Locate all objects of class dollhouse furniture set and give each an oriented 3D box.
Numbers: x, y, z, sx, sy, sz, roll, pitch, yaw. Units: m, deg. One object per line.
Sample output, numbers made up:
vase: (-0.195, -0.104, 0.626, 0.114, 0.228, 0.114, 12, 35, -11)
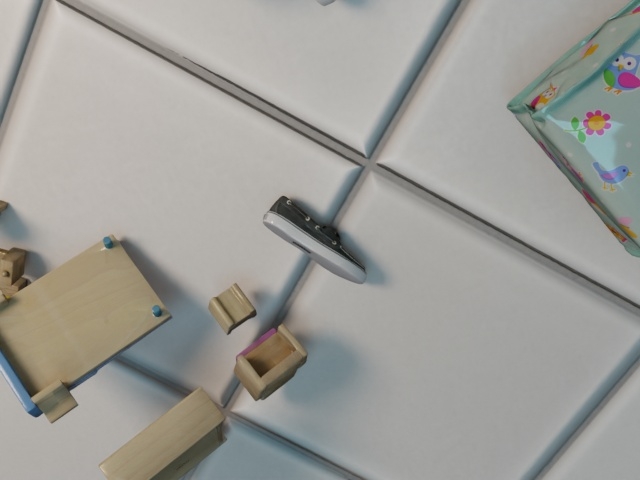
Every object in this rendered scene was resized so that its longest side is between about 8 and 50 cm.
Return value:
dollhouse furniture set: (-0.446, 0.031, 0.922, 0.144, 0.123, 0.151, 17, 114, 1)
dollhouse furniture set: (-0.225, 0.131, 0.961, 0.286, 0.198, 0.303, -36, 78, -18)

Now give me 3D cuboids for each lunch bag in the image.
lunch bag: (0.353, -0.131, 0.722, 0.262, 0.160, 0.223, -40, 99, 10)

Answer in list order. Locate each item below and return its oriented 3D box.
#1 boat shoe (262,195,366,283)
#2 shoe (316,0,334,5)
boat shoe: (0.000, 0.000, 0.888, 0.142, 0.049, 0.040, 34, 75, -12)
shoe: (-0.008, -0.324, 0.739, 0.081, 0.063, 0.178, -24, 104, 21)
